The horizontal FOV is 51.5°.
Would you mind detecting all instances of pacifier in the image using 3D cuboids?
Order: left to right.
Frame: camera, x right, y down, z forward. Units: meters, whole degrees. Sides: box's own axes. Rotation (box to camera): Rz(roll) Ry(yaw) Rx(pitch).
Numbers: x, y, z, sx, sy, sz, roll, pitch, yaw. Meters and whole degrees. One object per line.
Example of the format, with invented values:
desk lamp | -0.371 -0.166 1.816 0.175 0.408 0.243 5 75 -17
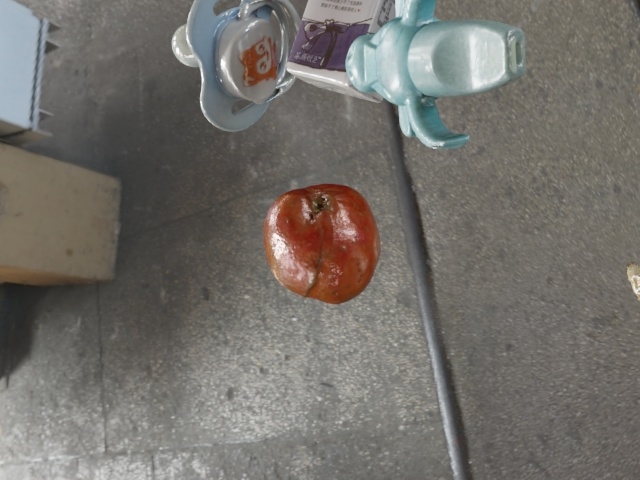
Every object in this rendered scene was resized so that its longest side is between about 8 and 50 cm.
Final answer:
pacifier | -0.188 -0.373 1.292 0.233 0.244 0.300 20 133 29

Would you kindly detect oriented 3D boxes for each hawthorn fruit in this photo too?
hawthorn fruit | 0.000 0.000 0.651 0.128 0.128 0.128 -7 77 30

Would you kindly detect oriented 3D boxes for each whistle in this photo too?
whistle | 0.118 -0.199 0.733 0.274 0.093 0.186 23 120 60

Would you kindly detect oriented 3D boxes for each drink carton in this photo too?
drink carton | 0.055 -0.342 1.024 0.134 0.102 0.222 24 98 37

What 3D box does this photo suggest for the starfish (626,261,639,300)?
starfish | 0.435 0.079 0.474 0.293 0.084 0.302 -39 74 38
